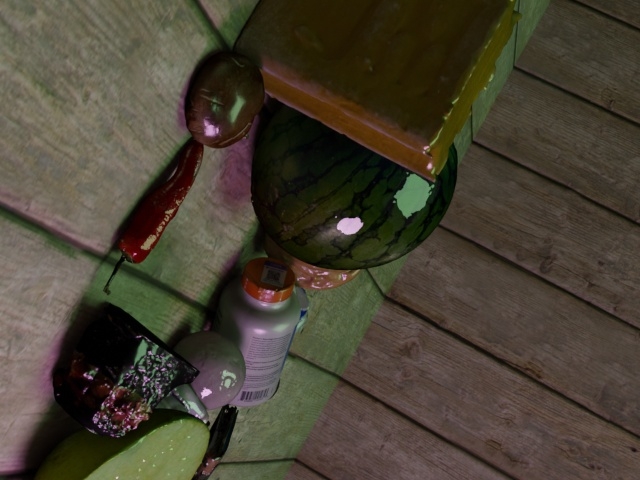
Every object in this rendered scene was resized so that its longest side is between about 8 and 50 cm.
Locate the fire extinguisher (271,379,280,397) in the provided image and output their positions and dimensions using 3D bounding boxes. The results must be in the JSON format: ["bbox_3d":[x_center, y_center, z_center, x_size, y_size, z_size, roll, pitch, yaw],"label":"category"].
[{"bbox_3d":[-0.160,0.304,2.232,0.138,0.102,0.344,-25,159,-8],"label":"fire extinguisher"}]

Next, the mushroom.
[{"bbox_3d":[-0.126,-0.185,1.402,0.135,0.080,0.170,-49,162,-8],"label":"mushroom"}]

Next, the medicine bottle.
[{"bbox_3d":[-0.128,0.171,1.924,0.157,0.157,0.289,-44,158,-51],"label":"medicine bottle"}]

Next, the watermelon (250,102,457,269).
[{"bbox_3d":[0.057,-0.116,1.660,0.363,0.363,0.363,-56,165,-23],"label":"watermelon"}]

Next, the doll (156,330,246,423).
[{"bbox_3d":[-0.252,0.270,1.739,0.287,0.151,0.151,-39,154,-44],"label":"doll"}]

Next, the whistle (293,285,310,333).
[{"bbox_3d":[-0.072,0.149,2.228,0.110,0.092,0.244,-45,162,-21],"label":"whistle"}]

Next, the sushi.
[{"bbox_3d":[-0.288,0.192,1.411,0.150,0.153,0.172,-51,171,-7],"label":"sushi"}]

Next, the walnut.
[{"bbox_3d":[0.000,0.000,1.953,0.213,0.213,0.213,-56,165,-23],"label":"walnut"}]

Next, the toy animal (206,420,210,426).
[{"bbox_3d":[-0.295,0.431,1.970,0.186,0.093,0.214,-56,176,11],"label":"toy animal"}]

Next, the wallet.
[{"bbox_3d":[-0.255,0.479,1.993,0.317,0.044,0.169,-59,-176,28],"label":"wallet"}]

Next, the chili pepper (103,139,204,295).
[{"bbox_3d":[-0.224,-0.039,1.395,0.268,0.050,0.059,-58,150,-20],"label":"chili pepper"}]

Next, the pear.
[{"bbox_3d":[-0.295,0.319,1.526,0.239,0.139,0.288,-42,152,12],"label":"pear"}]

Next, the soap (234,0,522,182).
[{"bbox_3d":[0.090,-0.292,1.450,0.293,0.335,0.156,-58,165,-6],"label":"soap"}]
